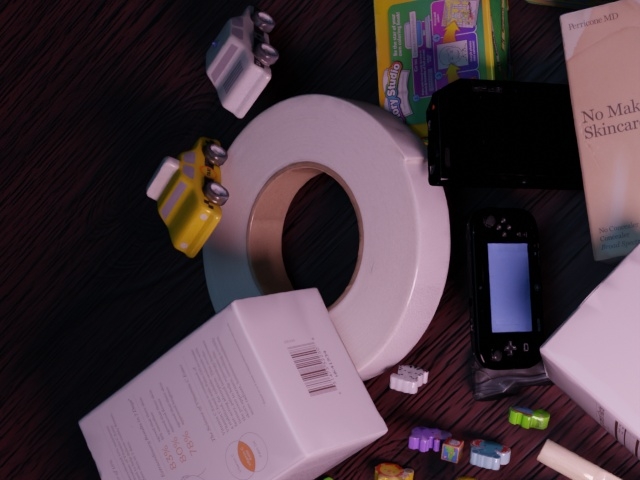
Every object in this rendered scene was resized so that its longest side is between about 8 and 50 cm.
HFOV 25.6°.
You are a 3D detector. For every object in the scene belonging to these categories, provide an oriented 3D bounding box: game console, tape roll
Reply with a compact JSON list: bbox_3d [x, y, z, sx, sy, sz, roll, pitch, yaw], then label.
[{"bbox_3d":[0.240,-0.021,1.755,0.044,0.213,0.361,167,102,-68],"label":"game console"},{"bbox_3d":[0.000,0.000,1.874,0.392,0.072,0.392,-1,88,42],"label":"tape roll"}]

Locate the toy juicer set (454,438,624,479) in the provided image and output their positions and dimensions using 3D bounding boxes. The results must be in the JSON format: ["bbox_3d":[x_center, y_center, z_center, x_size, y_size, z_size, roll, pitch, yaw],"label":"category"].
[{"bbox_3d":[0.260,0.352,1.740,0.329,0.089,0.209,-44,85,20],"label":"toy juicer set"}]

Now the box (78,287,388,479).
[{"bbox_3d":[-0.119,0.240,1.818,0.345,0.168,0.215,-37,71,35],"label":"box"}]

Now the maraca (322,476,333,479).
[{"bbox_3d":[-0.029,0.402,1.888,0.127,0.099,0.185,6,62,18],"label":"maraca"}]

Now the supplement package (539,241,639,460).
[{"bbox_3d":[0.420,0.174,1.618,0.177,0.175,0.293,-46,70,-4],"label":"supplement package"}]

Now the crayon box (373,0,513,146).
[{"bbox_3d":[0.162,-0.264,1.872,0.165,0.081,0.278,-6,82,26],"label":"crayon box"}]

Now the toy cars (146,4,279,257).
[{"bbox_3d":[-0.153,-0.165,1.922,0.176,0.087,0.393,-16,52,62],"label":"toy cars"}]

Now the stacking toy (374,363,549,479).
[{"bbox_3d":[0.179,0.264,1.805,0.221,0.052,0.167,14,113,20],"label":"stacking toy"}]

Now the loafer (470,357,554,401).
[{"bbox_3d":[0.267,0.156,1.789,0.170,0.062,0.061,-17,73,22],"label":"loafer"}]

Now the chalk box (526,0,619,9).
[{"bbox_3d":[0.351,-0.362,1.762,0.213,0.132,0.132,11,90,27],"label":"chalk box"}]

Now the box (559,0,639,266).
[{"bbox_3d":[0.393,-0.132,1.723,0.148,0.121,0.311,-12,79,24],"label":"box"}]
